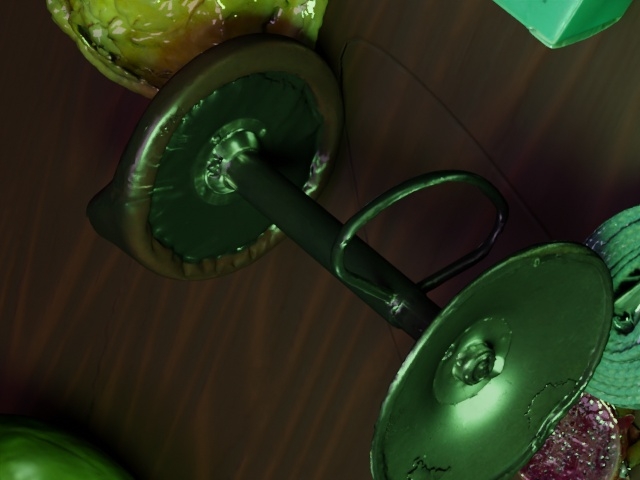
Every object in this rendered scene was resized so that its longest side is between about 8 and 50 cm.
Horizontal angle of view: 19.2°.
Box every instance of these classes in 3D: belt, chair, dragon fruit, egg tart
[{"bbox_3d":[0.250,0.045,1.367,0.163,0.082,0.148,-15,85,43],"label":"belt"},{"bbox_3d":[0.000,0.000,1.404,0.401,0.226,0.227,38,123,37],"label":"chair"},{"bbox_3d":[0.190,0.142,1.451,0.126,0.068,0.112,31,117,11],"label":"dragon fruit"},{"bbox_3d":[-0.122,-0.232,1.524,0.290,0.107,0.291,11,110,31],"label":"egg tart"}]

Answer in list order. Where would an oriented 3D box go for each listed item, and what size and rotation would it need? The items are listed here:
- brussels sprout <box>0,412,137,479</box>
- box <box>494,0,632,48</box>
[{"bbox_3d":[-0.284,0.318,1.702,0.344,0.268,0.344,13,117,26],"label":"brussels sprout"},{"bbox_3d":[0.181,-0.315,1.282,0.205,0.118,0.311,39,123,16],"label":"box"}]
